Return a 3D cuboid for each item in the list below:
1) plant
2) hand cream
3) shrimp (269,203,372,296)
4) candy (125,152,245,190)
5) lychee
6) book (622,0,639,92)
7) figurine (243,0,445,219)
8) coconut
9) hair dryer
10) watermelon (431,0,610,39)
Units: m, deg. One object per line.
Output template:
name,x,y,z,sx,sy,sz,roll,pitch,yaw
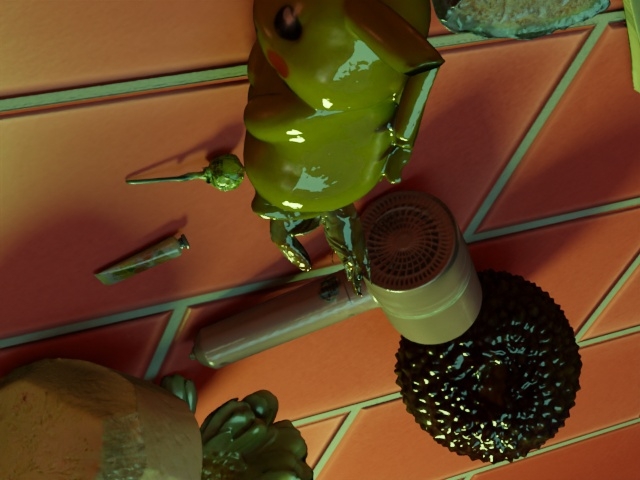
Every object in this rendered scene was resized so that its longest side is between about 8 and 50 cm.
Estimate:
plant,-0.168,0.342,2.006,0.306,0.261,0.297,-6,147,-18
hand cream,-0.186,0.022,1.695,0.102,0.022,0.035,-25,159,2
shrimp,0.001,0.004,1.751,0.095,0.045,0.162,-26,120,-9
candy,-0.133,-0.062,1.594,0.123,0.035,0.035,-8,165,-22
lychee,0.219,0.162,2.112,0.271,0.271,0.271,-23,153,-13
book,0.440,-0.294,1.730,0.260,0.043,0.371,-31,153,3
figurine,0.021,-0.150,1.407,0.169,0.218,0.326,2,143,-7
coconut,-0.259,0.255,1.802,0.239,0.239,0.244,-34,156,10
hair dryer,0.011,0.077,1.907,0.352,0.125,0.210,-21,155,5
watermelon,0.192,-0.263,1.521,0.187,0.071,0.139,-7,140,-22
